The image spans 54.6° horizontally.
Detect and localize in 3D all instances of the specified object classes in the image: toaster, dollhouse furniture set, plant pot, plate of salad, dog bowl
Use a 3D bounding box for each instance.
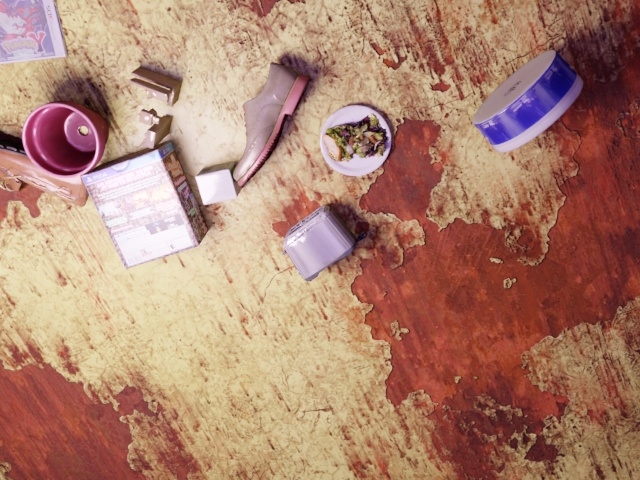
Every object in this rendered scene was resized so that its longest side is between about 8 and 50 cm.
[{"bbox_3d":[0.000,0.000,1.788,0.227,0.129,0.146,-35,103,14],"label":"toaster"},{"bbox_3d":[-0.472,-0.361,1.678,0.123,0.144,0.151,20,124,0],"label":"dollhouse furniture set"},{"bbox_3d":[-0.667,-0.284,1.677,0.201,0.180,0.201,1,110,2],"label":"plant pot"},{"bbox_3d":[0.098,-0.275,1.727,0.200,0.048,0.200,1,109,2],"label":"plate of salad"},{"bbox_3d":[0.520,-0.352,1.572,0.265,0.265,0.104,-43,102,15],"label":"dog bowl"}]

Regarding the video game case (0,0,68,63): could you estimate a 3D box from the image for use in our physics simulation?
[{"bbox_3d":[-0.797,-0.576,1.660,0.201,0.023,0.183,-5,109,4],"label":"video game case"}]

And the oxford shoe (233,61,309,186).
[{"bbox_3d":[-0.164,-0.316,1.691,0.130,0.123,0.348,29,98,-5],"label":"oxford shoe"}]

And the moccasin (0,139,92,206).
[{"bbox_3d":[-0.841,-0.191,1.750,0.380,0.139,0.147,17,101,-14],"label":"moccasin"}]

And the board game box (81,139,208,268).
[{"bbox_3d":[-0.488,-0.102,1.758,0.232,0.141,0.291,-17,108,8],"label":"board game box"}]

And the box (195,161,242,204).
[{"bbox_3d":[-0.286,-0.163,1.751,0.102,0.101,0.087,-11,110,5],"label":"box"}]
